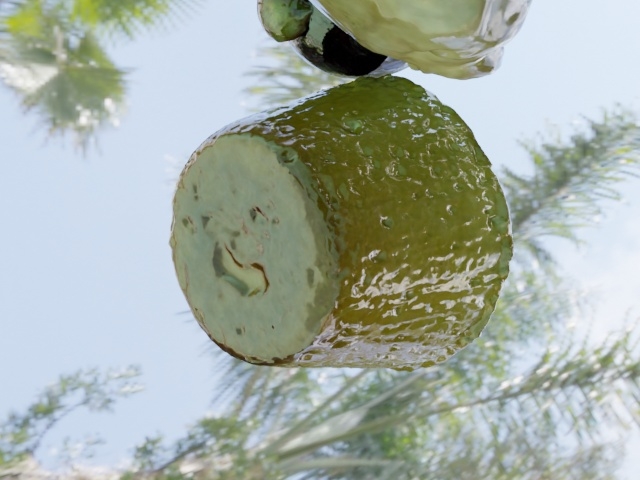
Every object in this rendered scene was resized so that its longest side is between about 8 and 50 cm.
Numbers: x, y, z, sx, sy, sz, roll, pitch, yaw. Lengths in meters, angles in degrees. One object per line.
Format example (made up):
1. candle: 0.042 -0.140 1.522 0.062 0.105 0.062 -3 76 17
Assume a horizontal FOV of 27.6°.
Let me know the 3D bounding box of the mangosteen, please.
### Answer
1. mangosteen: 0.013 -0.178 0.860 0.137 0.151 0.137 -20 -114 55

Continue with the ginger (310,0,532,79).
1. ginger: 0.038 -0.135 0.479 0.115 0.193 0.122 -40 -101 -5

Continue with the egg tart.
1. egg tart: 0.000 0.000 0.823 0.203 0.147 0.202 12 -72 43
